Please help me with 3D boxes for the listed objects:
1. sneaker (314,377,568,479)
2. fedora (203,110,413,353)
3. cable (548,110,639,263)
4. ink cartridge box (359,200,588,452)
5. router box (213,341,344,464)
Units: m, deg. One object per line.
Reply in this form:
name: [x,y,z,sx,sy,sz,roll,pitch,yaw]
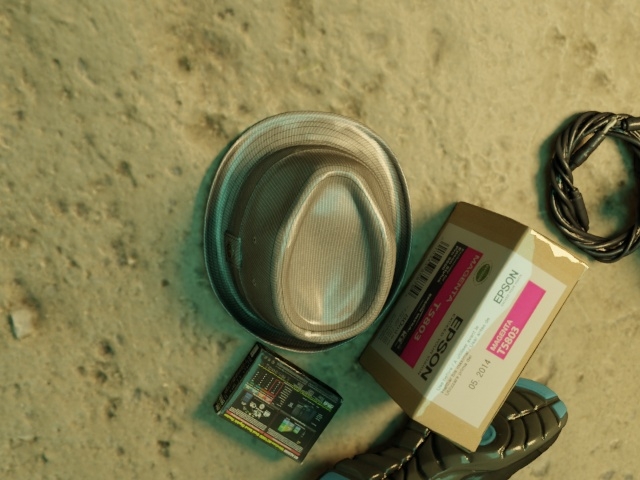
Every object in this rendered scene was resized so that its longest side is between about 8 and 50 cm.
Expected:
sneaker: [0.141,0.278,1.154,0.341,0.125,0.139,-25,132,-12]
fedora: [0.000,0.000,1.046,0.243,0.124,0.275,8,98,-16]
cable: [0.345,-0.062,1.161,0.150,0.047,0.184,0,101,-16]
ink cartridge box: [0.160,0.085,1.066,0.088,0.193,0.235,32,91,-17]
router box: [-0.048,0.187,1.113,0.122,0.038,0.092,35,90,-17]
